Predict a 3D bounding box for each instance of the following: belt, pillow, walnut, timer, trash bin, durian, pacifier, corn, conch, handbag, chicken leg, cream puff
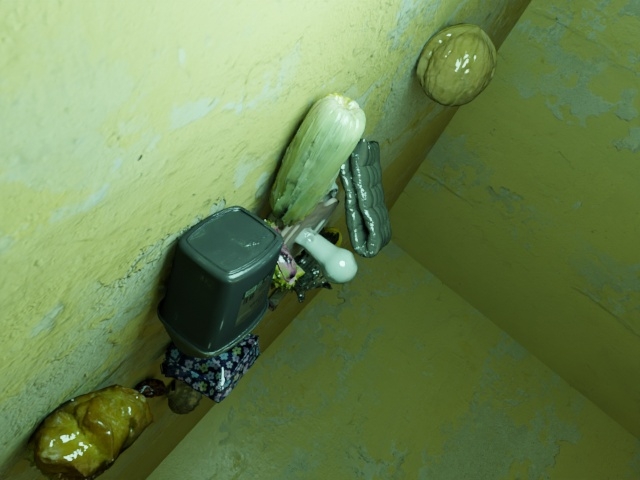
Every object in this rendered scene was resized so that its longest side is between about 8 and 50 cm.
[{"bbox_3d":[-0.157,0.206,1.998,0.232,0.053,0.071,-52,179,11],"label":"belt"},{"bbox_3d":[0.125,-0.127,1.305,0.228,0.101,0.326,-27,111,-68],"label":"pillow"},{"bbox_3d":[0.384,-0.492,1.310,0.228,0.228,0.228,-49,171,-10],"label":"walnut"},{"bbox_3d":[0.049,-0.004,1.965,0.107,0.109,0.107,-13,109,-41],"label":"timer"},{"bbox_3d":[-0.198,0.092,0.929,0.209,0.182,0.290,-39,160,-45],"label":"trash bin"},{"bbox_3d":[-0.118,0.055,1.039,0.119,0.186,0.108,-22,-144,7],"label":"durian"},{"bbox_3d":[-0.032,-0.007,1.226,0.221,0.273,0.332,-14,180,17],"label":"pacifier"},{"bbox_3d":[-0.015,-0.156,0.955,0.305,0.122,0.123,-57,-172,43],"label":"corn"},{"bbox_3d":[-0.481,0.522,1.639,0.207,0.130,0.155,71,22,-54],"label":"conch"},{"bbox_3d":[-0.294,0.308,1.254,0.228,0.208,0.126,-51,159,-41],"label":"handbag"},{"bbox_3d":[-0.476,0.418,1.302,0.093,0.053,0.205,-26,160,-6],"label":"chicken leg"},{"bbox_3d":[-0.467,0.393,0.937,0.241,0.155,0.269,-45,178,-2],"label":"cream puff"},{"bbox_3d":[-0.032,0.083,1.756,0.312,0.186,0.241,-67,-159,-9],"label":"conch"}]

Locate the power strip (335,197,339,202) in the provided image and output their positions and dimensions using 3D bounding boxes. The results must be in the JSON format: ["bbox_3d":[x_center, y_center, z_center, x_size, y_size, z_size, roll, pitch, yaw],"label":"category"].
[{"bbox_3d":[0.019,-0.111,1.603,0.111,0.038,0.029,-41,169,-39],"label":"power strip"}]
